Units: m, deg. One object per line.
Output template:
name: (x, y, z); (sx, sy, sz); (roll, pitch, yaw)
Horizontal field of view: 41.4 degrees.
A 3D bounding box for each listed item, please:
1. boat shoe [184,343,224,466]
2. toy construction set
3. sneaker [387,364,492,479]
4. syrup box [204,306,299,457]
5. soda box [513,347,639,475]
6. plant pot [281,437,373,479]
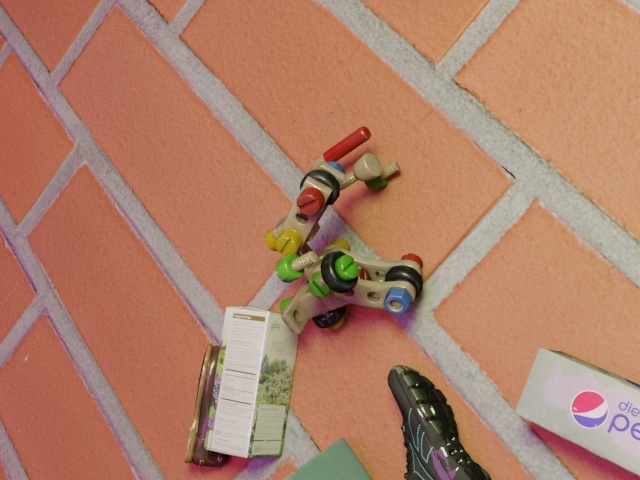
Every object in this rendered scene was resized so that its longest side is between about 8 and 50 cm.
boat shoe: (-0.182, 0.284, 1.453); (0.073, 0.073, 0.207); (9, 87, -3)
toy construction set: (0.000, 0.000, 1.320); (0.237, 0.257, 0.308); (-30, 43, 39)
sneaker: (0.153, 0.303, 1.199); (0.106, 0.101, 0.267); (-41, 60, 23)
syrup box: (-0.110, 0.232, 1.394); (0.096, 0.093, 0.236); (2, 81, 35)
soda box: (0.397, 0.234, 1.055); (0.286, 0.091, 0.098); (23, 94, 35)
plant pot: (-0.006, 0.475, 1.188); (0.252, 0.247, 0.248); (47, 107, 14)
